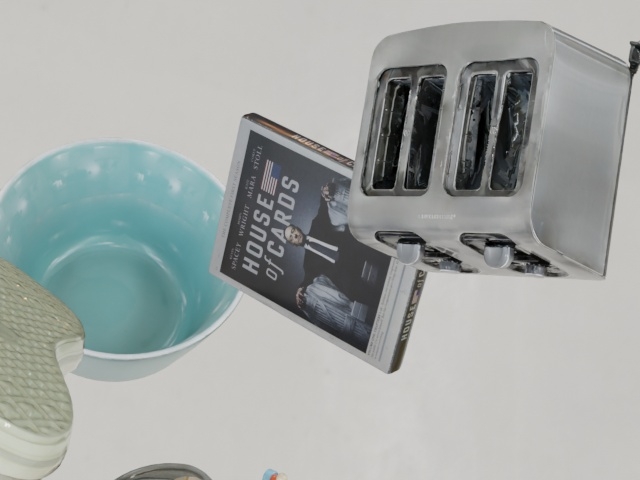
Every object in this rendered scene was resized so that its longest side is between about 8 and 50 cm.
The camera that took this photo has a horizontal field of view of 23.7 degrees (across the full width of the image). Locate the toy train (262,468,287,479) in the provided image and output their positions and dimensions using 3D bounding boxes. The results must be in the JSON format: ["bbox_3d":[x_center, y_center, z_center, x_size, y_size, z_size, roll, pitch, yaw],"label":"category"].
[{"bbox_3d":[0.011,0.314,1.694,0.166,0.125,0.046,24,77,24],"label":"toy train"}]

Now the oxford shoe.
[{"bbox_3d":[-0.268,0.099,1.148,0.169,0.130,0.449,31,8,-16],"label":"oxford shoe"}]

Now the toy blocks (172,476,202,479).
[{"bbox_3d":[-0.050,0.369,0.968,0.289,0.309,0.260,26,15,-6],"label":"toy blocks"}]

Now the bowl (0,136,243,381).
[{"bbox_3d":[-0.248,0.047,1.835,0.312,0.163,0.311,7,54,-10],"label":"bowl"}]

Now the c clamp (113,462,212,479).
[{"bbox_3d":[-0.144,0.250,1.196,0.137,0.022,0.160,10,73,-8],"label":"c clamp"}]

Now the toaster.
[{"bbox_3d":[0.122,-0.067,1.068,0.110,0.168,0.185,18,79,-47],"label":"toaster"}]

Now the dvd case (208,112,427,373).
[{"bbox_3d":[0.000,0.000,1.497,0.239,0.179,0.029,27,27,29],"label":"dvd case"}]
